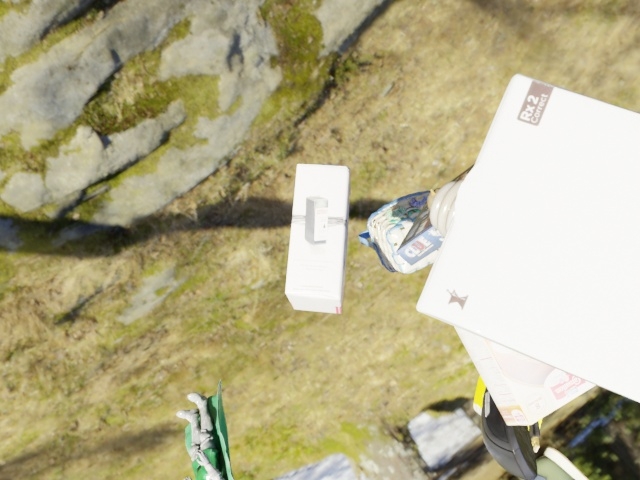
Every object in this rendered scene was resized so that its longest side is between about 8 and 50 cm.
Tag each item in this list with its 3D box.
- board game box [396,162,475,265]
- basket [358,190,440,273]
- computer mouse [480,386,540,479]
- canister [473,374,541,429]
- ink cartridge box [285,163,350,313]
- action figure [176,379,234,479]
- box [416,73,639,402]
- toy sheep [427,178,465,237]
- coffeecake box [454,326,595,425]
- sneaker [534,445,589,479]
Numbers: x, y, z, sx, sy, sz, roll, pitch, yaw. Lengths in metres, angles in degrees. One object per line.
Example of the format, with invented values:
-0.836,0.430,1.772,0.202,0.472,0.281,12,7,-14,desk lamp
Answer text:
0.244,-0.066,1.150,0.165,0.042,0.243,-54,-172,-37,board game box
0.256,-0.029,1.843,0.254,0.201,0.289,-24,-170,-7,basket
0.297,0.291,1.036,0.060,0.262,0.184,-24,117,20,computer mouse
0.434,0.384,1.538,0.073,0.170,0.126,6,100,-20,canister
0.000,0.000,1.097,0.092,0.218,0.158,5,165,4,ink cartridge box
-0.163,0.339,0.967,0.063,0.232,0.137,8,129,-32,action figure
0.190,0.002,0.486,0.181,0.181,0.119,-68,165,3,box
0.183,-0.031,0.794,0.091,0.132,0.091,-23,125,-38,toy sheep
0.268,0.124,0.863,0.142,0.186,0.068,-25,171,-17,coffeecake box
0.416,0.430,1.061,0.086,0.192,0.064,-41,149,-12,sneaker
